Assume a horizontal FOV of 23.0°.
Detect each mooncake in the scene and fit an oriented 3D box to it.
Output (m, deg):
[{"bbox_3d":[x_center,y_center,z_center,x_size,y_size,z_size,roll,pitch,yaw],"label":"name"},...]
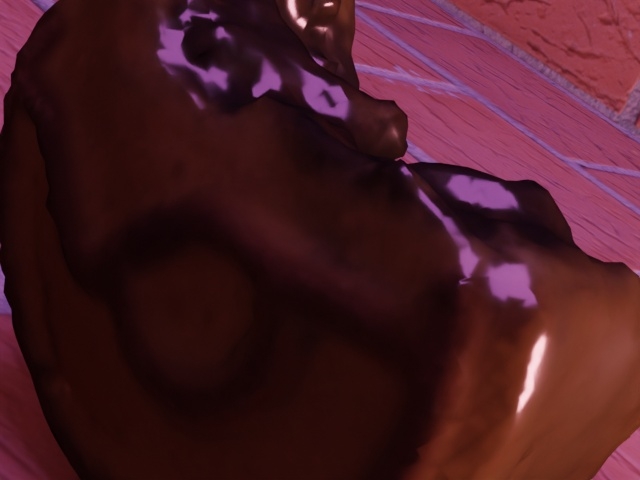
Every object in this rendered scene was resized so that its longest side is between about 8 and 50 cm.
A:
[{"bbox_3d":[0.000,0.000,0.897,0.394,0.393,0.246,-4,-4,42],"label":"mooncake"}]
